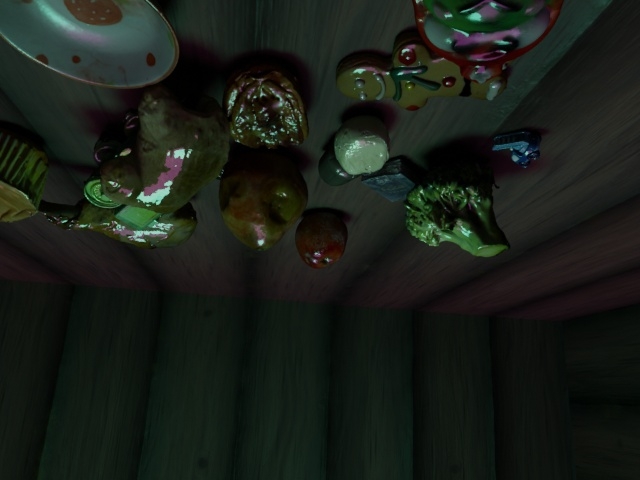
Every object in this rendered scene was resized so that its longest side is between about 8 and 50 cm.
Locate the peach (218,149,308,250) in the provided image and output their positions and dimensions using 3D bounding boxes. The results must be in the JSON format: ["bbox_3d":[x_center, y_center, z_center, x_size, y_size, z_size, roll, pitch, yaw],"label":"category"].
[{"bbox_3d":[-0.137,-0.090,1.216,0.213,0.236,0.214,2,173,0],"label":"peach"}]

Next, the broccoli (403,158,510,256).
[{"bbox_3d":[0.323,-0.051,1.197,0.288,0.246,0.248,1,146,-41],"label":"broccoli"}]

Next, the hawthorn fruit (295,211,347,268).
[{"bbox_3d":[0.000,0.000,1.574,0.172,0.173,0.173,3,163,1],"label":"hawthorn fruit"}]

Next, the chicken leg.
[{"bbox_3d":[-0.508,-0.097,1.329,0.408,0.182,0.295,3,152,-29],"label":"chicken leg"}]

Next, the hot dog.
[{"bbox_3d":[-0.098,-0.240,0.957,0.160,0.099,0.227,1,165,9],"label":"hot dog"}]

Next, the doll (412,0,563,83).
[{"bbox_3d":[0.197,-0.302,0.599,0.182,0.160,0.363,0,165,14],"label":"doll"}]

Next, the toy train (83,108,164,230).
[{"bbox_3d":[-0.382,-0.150,1.103,0.271,0.159,0.188,-32,135,26],"label":"toy train"}]

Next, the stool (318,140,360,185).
[{"bbox_3d":[0.047,-0.174,1.146,0.096,0.096,0.110,10,165,-20],"label":"stool"}]

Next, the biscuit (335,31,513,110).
[{"bbox_3d":[0.174,-0.279,0.869,0.301,0.049,0.197,1,160,11],"label":"biscuit"}]

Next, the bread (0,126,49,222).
[{"bbox_3d":[-0.768,-0.162,1.221,0.288,0.156,0.204,-15,141,44],"label":"bread"}]

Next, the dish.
[{"bbox_3d":[-0.330,-0.330,0.726,0.259,0.086,0.260,3,161,1],"label":"dish"}]

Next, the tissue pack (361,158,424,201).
[{"bbox_3d":[0.187,-0.148,1.269,0.112,0.051,0.156,-10,159,36],"label":"tissue pack"}]

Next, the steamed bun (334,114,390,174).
[{"bbox_3d":[0.083,-0.202,1.043,0.112,0.091,0.130,-7,149,2],"label":"steamed bun"}]

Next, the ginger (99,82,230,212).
[{"bbox_3d":[-0.284,-0.152,0.913,0.221,0.130,0.276,-15,141,-28],"label":"ginger"}]

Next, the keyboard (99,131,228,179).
[{"bbox_3d":[-0.379,-0.202,1.247,0.309,0.018,0.101,12,162,-25],"label":"keyboard"}]

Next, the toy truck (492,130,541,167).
[{"bbox_3d":[0.414,-0.200,1.074,0.089,0.056,0.073,18,157,-5],"label":"toy truck"}]
